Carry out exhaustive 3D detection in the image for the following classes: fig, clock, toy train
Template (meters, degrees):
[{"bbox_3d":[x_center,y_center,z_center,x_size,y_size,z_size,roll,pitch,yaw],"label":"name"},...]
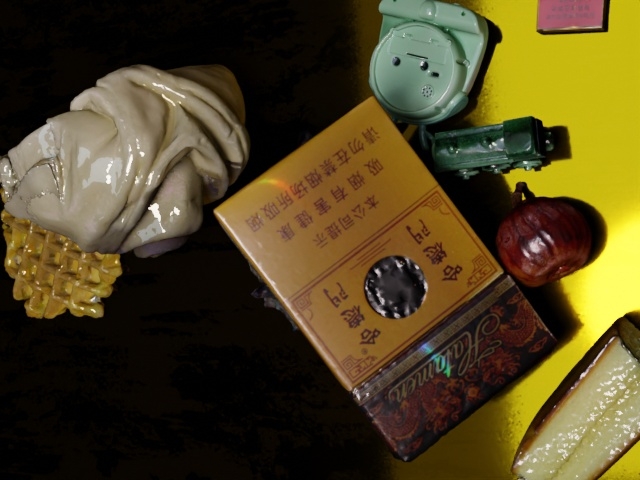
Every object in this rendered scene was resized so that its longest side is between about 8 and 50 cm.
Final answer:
[{"bbox_3d":[0.297,-0.012,1.220,0.129,0.128,0.150,4,80,27],"label":"fig"},{"bbox_3d":[0.143,-0.238,1.315,0.159,0.066,0.210,17,101,27],"label":"clock"},{"bbox_3d":[0.227,-0.127,1.252,0.171,0.111,0.071,-6,85,28],"label":"toy train"}]

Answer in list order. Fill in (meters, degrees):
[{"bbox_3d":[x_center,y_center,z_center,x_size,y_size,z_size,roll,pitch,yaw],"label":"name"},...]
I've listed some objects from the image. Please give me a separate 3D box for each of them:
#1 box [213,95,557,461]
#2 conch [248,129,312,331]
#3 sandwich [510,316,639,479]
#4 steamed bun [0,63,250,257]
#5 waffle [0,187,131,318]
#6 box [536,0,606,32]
[{"bbox_3d":[0.084,0.052,1.218,0.264,0.116,0.415,-36,93,-7],"label":"box"},{"bbox_3d":[0.011,0.000,1.342,0.241,0.186,0.312,-19,68,4],"label":"conch"},{"bbox_3d":[0.355,0.227,1.197,0.122,0.128,0.235,43,111,15],"label":"sandwich"},{"bbox_3d":[-0.266,-0.090,1.384,0.394,0.346,0.237,-26,80,-11],"label":"steamed bun"},{"bbox_3d":[-0.472,-0.012,1.651,0.329,0.062,0.329,2,95,28],"label":"waffle"},{"bbox_3d":[0.338,-0.346,1.231,0.090,0.023,0.133,6,96,25],"label":"box"}]
